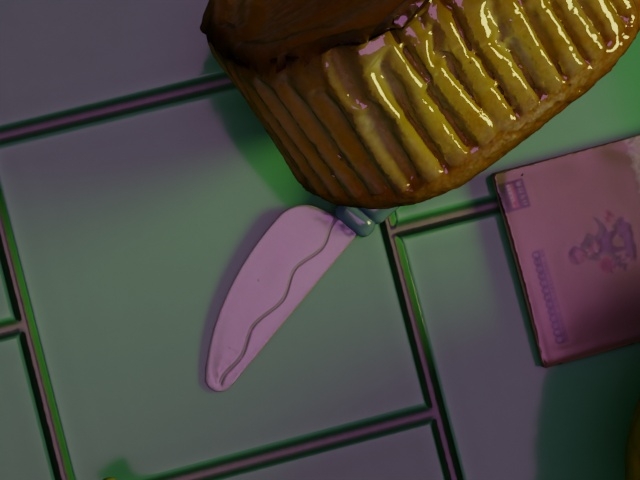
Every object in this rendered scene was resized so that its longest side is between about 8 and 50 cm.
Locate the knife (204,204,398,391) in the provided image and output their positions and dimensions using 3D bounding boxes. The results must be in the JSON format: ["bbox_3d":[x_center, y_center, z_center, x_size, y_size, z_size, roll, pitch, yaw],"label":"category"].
[{"bbox_3d":[-0.001,-0.002,1.003,0.244,0.032,0.058,-45,93,-1],"label":"knife"}]

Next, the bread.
[{"bbox_3d":[0.065,-0.140,0.916,0.253,0.227,0.142,-36,115,-11],"label":"bread"}]

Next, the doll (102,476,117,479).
[{"bbox_3d":[-0.226,0.336,0.945,0.341,0.099,0.346,-20,84,8],"label":"doll"}]

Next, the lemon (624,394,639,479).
[{"bbox_3d":[0.316,0.127,0.908,0.267,0.267,0.267,0,87,-4],"label":"lemon"}]

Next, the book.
[{"bbox_3d":[0.227,-0.004,1.022,0.199,0.016,0.138,-15,88,-5],"label":"book"}]
